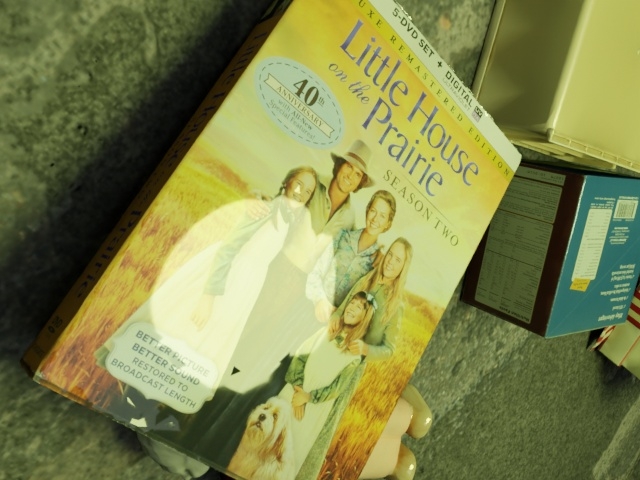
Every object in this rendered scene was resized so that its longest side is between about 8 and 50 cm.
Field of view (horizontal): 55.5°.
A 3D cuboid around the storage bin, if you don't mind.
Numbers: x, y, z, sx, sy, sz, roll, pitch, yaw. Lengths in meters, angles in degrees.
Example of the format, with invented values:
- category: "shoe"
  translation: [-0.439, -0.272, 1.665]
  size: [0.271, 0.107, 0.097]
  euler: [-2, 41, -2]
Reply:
- category: "storage bin"
  translation: [0.334, -0.234, 0.745]
  size: [0.260, 0.123, 0.262]
  euler: [7, 101, -39]

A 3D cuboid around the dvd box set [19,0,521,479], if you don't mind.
- category: "dvd box set"
  translation: [0.000, 0.000, 0.546]
  size: [0.308, 0.062, 0.420]
  euler: [40, 72, -29]

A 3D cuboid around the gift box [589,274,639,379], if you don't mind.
- category: "gift box"
  translation: [0.647, 0.159, 1.044]
  size: [0.255, 0.258, 0.276]
  euler: [-6, 129, -38]

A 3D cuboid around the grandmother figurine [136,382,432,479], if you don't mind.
- category: "grandmother figurine"
  translation: [-0.034, 0.207, 0.648]
  size: [0.342, 0.104, 0.207]
  euler: [20, 80, -37]

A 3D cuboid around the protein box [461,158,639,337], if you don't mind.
- category: "protein box"
  translation: [0.321, 0.003, 0.810]
  size: [0.200, 0.136, 0.201]
  euler: [-1, 107, -37]
